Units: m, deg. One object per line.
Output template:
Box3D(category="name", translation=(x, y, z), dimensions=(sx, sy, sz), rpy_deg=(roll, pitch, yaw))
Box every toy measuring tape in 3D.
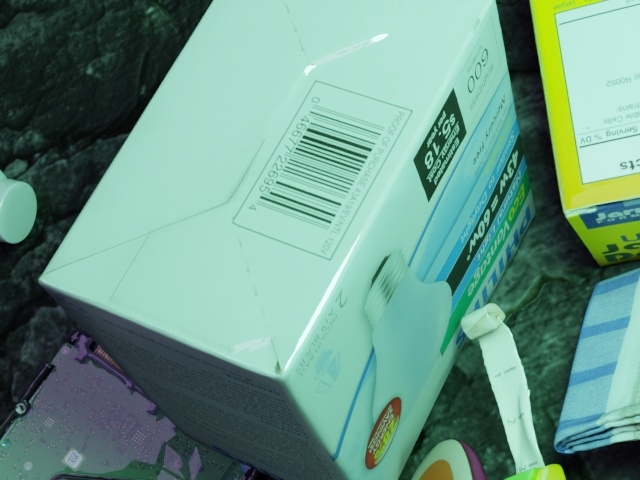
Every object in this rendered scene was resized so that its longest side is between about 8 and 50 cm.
Box3D(category="toy measuring tape", translation=(0.146, 0.212, 1.139), dimensions=(0.121, 0.121, 0.330), rpy_deg=(-19, 72, 16))

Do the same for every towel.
Box3D(category="towel", translation=(0.320, 0.068, 1.136), dimensions=(0.285, 0.034, 0.209), rpy_deg=(-26, 31, 45))

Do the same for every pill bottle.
Box3D(category="pill bottle", translation=(-0.405, -0.044, 1.525), dimensions=(0.169, 0.094, 0.094), rpy_deg=(11, 80, 23))

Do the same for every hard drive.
Box3D(category="hard drive", translation=(-0.244, 0.288, 1.336), dimensions=(0.237, 0.064, 0.339), rpy_deg=(34, 83, 4))

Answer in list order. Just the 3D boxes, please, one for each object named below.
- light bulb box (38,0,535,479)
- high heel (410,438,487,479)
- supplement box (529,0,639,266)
Box3D(category="light bulb box", translation=(0.000, 0.000, 1.176), dimensions=(0.225, 0.361, 0.358), rpy_deg=(21, 70, 24))
Box3D(category="high heel", translation=(0.150, 0.374, 1.230), dimensions=(0.127, 0.181, 0.377), rpy_deg=(-25, 47, 44))
Box3D(category="supplement box", translation=(0.304, -0.181, 1.235), dimensions=(0.194, 0.195, 0.357), rpy_deg=(-11, 72, 18))
